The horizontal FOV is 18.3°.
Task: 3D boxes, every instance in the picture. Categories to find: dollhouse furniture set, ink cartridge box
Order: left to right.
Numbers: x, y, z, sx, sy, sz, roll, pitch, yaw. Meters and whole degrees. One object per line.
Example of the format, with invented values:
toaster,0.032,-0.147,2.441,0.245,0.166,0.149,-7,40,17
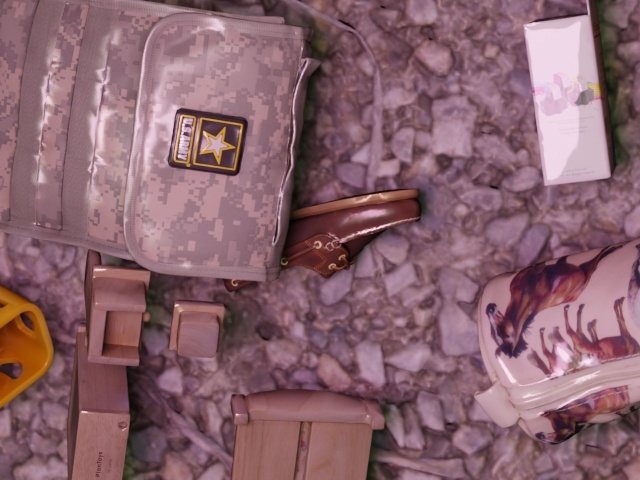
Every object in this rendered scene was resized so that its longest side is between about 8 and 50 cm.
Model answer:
dollhouse furniture set,-0.055,0.161,1.874,0.355,0.174,0.303,4,113,-10
ink cartridge box,0.220,-0.146,1.766,0.061,0.104,0.181,-7,96,12

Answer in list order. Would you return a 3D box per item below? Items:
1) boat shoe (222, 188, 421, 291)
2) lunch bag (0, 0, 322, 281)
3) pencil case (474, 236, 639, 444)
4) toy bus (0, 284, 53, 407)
boat shoe,0.000,0.000,1.848,0.207,0.073,0.073,-12,85,22
lunch bag,-0.150,-0.099,1.791,0.287,0.169,0.235,11,97,22
pencil case,0.337,0.062,1.707,0.410,0.183,0.160,-17,105,25
toy bus,-0.347,0.076,1.912,0.104,0.191,0.202,-38,91,-29
